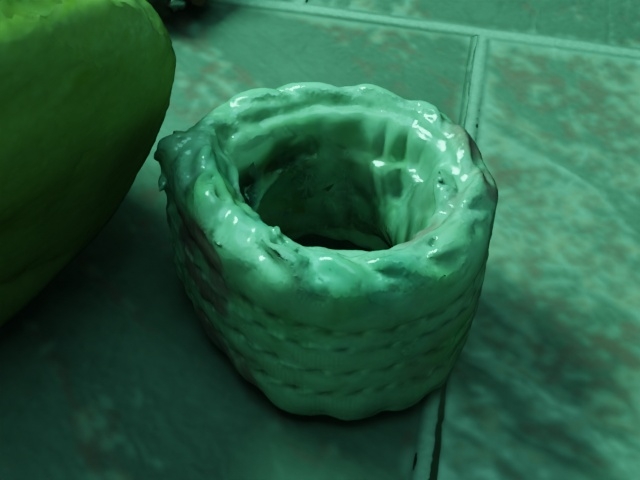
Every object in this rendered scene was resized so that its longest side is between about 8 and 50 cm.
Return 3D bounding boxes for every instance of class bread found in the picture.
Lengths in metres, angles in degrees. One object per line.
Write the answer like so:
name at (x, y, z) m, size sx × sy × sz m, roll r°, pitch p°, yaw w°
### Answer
bread at (-0.256, -0.079, 0.711) m, size 0.237 × 0.320 × 0.320 m, roll 42°, pitch 55°, yaw 11°

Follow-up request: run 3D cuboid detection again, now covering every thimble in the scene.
thimble at (0.000, 0.000, 0.752) m, size 0.210 × 0.149 × 0.185 m, roll 15°, pitch 49°, yaw 10°

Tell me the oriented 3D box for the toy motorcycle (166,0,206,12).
toy motorcycle at (-0.170, -0.226, 0.998) m, size 0.212 × 0.118 × 0.084 m, roll -26°, pitch 35°, yaw -10°
